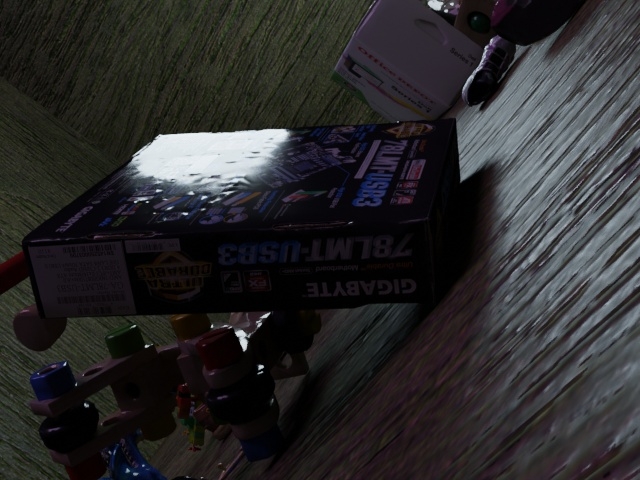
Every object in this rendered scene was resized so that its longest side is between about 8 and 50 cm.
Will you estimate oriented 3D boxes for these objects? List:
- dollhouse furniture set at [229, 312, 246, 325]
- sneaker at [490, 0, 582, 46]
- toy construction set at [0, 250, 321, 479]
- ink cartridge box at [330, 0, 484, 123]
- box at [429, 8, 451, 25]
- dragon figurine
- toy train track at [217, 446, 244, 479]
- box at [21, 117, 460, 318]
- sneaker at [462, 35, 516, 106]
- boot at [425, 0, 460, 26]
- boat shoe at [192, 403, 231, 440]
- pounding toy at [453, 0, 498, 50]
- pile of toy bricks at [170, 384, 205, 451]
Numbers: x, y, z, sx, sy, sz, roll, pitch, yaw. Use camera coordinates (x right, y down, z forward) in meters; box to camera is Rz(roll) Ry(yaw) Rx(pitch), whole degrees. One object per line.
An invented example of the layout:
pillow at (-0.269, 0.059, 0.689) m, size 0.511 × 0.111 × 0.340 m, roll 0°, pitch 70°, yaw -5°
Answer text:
dollhouse furniture set at (-0.076, 0.084, 1.889) m, size 0.303 × 0.174 × 0.355 m, roll 116°, pitch 165°, yaw -62°
sneaker at (0.251, -0.269, 0.928) m, size 0.178 × 0.072 × 0.077 m, roll -45°, pitch -7°, yaw 16°
toy construction set at (-0.146, 0.093, 0.885) m, size 0.257 × 0.309 × 0.237 m, roll -43°, pitch 3°, yaw 31°
ink cartridge box at (0.143, -0.303, 1.589) m, size 0.117 × 0.201 × 0.278 m, roll -55°, pitch 3°, yaw -8°
box at (0.308, -0.500, 2.031) m, size 0.232 × 0.127 × 0.148 m, roll -54°, pitch 2°, yaw -7°
dragon figurine at (-0.280, 0.352, 1.296) m, size 0.085 × 0.144 × 0.289 m, roll -54°, pitch 3°, yaw 8°
toy train track at (-0.102, 0.244, 0.983) m, size 0.083 × 0.014 × 0.048 m, roll -52°, pitch 3°, yaw 25°
box at (-0.040, -0.029, 0.749) m, size 0.295 × 0.293 × 0.073 m, roll -63°, pitch -30°, yaw -66°
sneaker at (0.203, -0.199, 1.080) m, size 0.098 × 0.038 × 0.069 m, roll -63°, pitch 1°, yaw 18°
boot at (0.337, -0.527, 1.735) m, size 0.284 × 0.138 × 0.377 m, roll -54°, pitch 6°, yaw 15°
boat shoe at (-0.110, 0.190, 1.275) m, size 0.178 × 0.060 × 0.064 m, roll -54°, pitch 3°, yaw -12°
pounding toy at (0.258, -0.389, 1.466) m, size 0.141 × 0.100 × 0.130 m, roll -55°, pitch -12°, yaw -27°
pile of toy bricks at (-0.188, 0.270, 1.405) m, size 0.212 × 0.118 × 0.105 m, roll 165°, pitch 109°, yaw -72°
